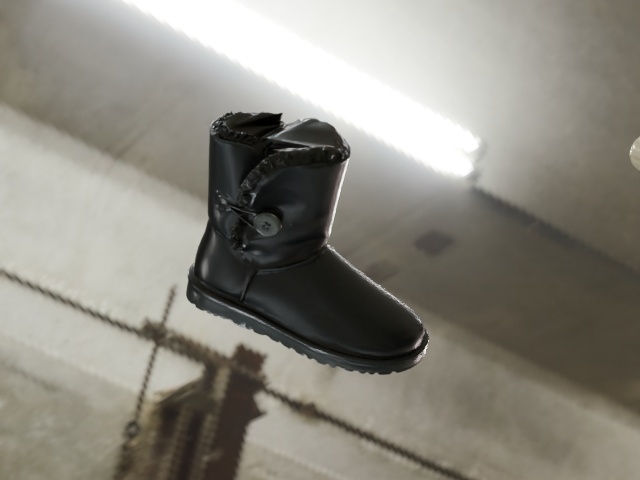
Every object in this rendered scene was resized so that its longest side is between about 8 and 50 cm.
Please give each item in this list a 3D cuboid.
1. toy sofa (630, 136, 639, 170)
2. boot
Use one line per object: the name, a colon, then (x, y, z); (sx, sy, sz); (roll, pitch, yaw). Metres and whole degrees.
toy sofa: (0.416, -0.123, 1.254); (0.362, 0.150, 0.177); (-32, -66, -16)
boot: (0.000, 0.000, 1.548); (0.246, 0.207, 0.094); (20, -144, 7)
